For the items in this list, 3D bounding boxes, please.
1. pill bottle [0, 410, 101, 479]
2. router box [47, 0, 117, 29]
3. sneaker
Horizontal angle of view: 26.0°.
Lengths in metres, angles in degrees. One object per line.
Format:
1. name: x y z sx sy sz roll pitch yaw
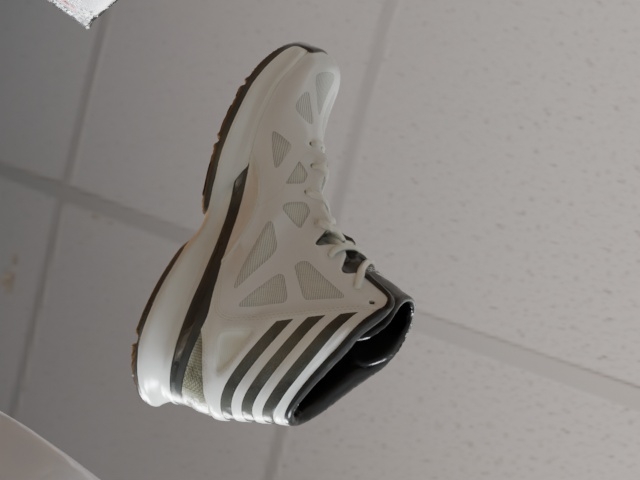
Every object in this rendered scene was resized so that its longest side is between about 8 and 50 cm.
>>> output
1. pill bottle: -0.176 0.198 0.472 0.160 0.160 0.283 8 -126 46
2. router box: -0.113 -0.144 0.536 0.092 0.122 0.038 -20 -139 53
3. sneaker: 0.000 0.001 1.475 0.257 0.169 0.447 13 -114 18
